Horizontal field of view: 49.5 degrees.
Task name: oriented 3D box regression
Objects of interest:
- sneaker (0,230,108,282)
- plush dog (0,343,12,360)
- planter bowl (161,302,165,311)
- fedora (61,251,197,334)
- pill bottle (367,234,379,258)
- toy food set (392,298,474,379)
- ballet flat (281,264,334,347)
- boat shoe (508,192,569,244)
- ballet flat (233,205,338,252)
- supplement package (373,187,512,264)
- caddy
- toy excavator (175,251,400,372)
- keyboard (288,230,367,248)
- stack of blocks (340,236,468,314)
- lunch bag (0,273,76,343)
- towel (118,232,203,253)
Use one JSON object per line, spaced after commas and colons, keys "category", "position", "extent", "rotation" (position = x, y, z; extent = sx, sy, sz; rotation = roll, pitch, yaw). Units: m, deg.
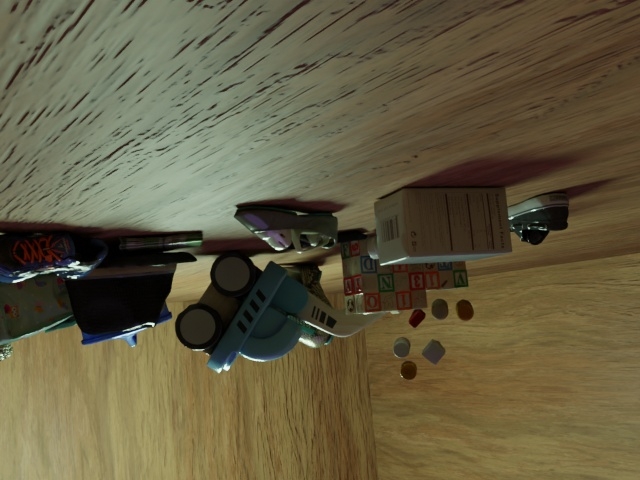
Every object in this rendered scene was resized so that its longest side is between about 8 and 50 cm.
{"category": "sneaker", "position": [-0.441, 0.016, 1.122], "extent": [0.087, 0.083, 0.221], "rotation": [-25, 169, 31]}
{"category": "plush dog", "position": [-0.809, 0.172, 1.837], "extent": [0.225, 0.210, 0.262], "rotation": [-29, -173, 40]}
{"category": "planter bowl", "position": [-0.449, 0.116, 1.601], "extent": [0.162, 0.109, 0.162], "rotation": [-4, -147, 3]}
{"category": "fedora", "position": [-0.400, 0.106, 1.394], "extent": [0.334, 0.152, 0.334], "rotation": [-4, 180, 0]}
{"category": "pill bottle", "position": [0.161, 0.008, 1.447], "extent": [0.120, 0.067, 0.067], "rotation": [-9, 172, 32]}
{"category": "toy food set", "position": [0.257, 0.218, 1.659], "extent": [0.111, 0.232, 0.104], "rotation": [38, -170, 4]}
{"category": "ballet flat", "position": [-0.069, 0.158, 1.990], "extent": [0.182, 0.164, 0.483], "rotation": [20, -168, -11]}
{"category": "boat shoe", "position": [0.389, -0.029, 1.266], "extent": [0.080, 0.076, 0.228], "rotation": [-4, 173, -10]}
{"category": "ballet flat", "position": [-0.047, -0.015, 1.115], "extent": [0.072, 0.068, 0.213], "rotation": [-11, 170, 42]}
{"category": "supplement package", "position": [0.188, -0.021, 1.072], "extent": [0.179, 0.105, 0.105], "rotation": [-2, 171, -21]}
{"category": "caddy", "position": [-0.533, 0.204, 1.892], "extent": [0.241, 0.179, 0.341], "rotation": [-17, -179, -12]}
{"category": "toy excavator", "position": [-0.065, 0.175, 1.689], "extent": [0.445, 0.433, 0.222], "rotation": [33, 170, -2]}
{"category": "keyboard", "position": [0.000, 0.000, 1.466], "extent": [0.180, 0.023, 0.108], "rotation": [-8, 179, 19]}
{"category": "stack of blocks", "position": [0.200, 0.078, 1.628], "extent": [0.297, 0.171, 0.087], "rotation": [-2, 173, -28]}
{"category": "lunch bag", "position": [-0.671, 0.147, 1.658], "extent": [0.223, 0.160, 0.262], "rotation": [-17, -177, 45]}
{"category": "towel", "position": [-0.299, 0.003, 1.305], "extent": [0.152, 0.023, 0.113], "rotation": [-5, 176, -13]}
